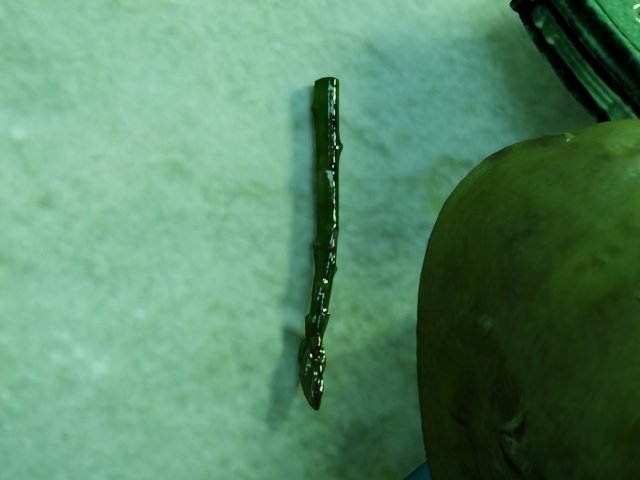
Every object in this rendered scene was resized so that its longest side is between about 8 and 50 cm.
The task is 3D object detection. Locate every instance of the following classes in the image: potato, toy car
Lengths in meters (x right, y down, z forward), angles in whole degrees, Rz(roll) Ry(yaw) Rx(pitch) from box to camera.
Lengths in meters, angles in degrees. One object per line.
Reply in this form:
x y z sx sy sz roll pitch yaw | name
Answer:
0.147 0.097 0.564 0.173 0.210 0.308 -20 79 -39 | potato
0.251 -0.110 0.824 0.320 0.097 0.141 -14 58 -34 | toy car

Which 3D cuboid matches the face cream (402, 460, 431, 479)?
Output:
0.104 0.221 0.663 0.139 0.067 0.285 -20 87 -15 | face cream

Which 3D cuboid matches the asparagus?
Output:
0.000 0.000 0.708 0.016 0.016 0.163 28 60 -51 | asparagus
